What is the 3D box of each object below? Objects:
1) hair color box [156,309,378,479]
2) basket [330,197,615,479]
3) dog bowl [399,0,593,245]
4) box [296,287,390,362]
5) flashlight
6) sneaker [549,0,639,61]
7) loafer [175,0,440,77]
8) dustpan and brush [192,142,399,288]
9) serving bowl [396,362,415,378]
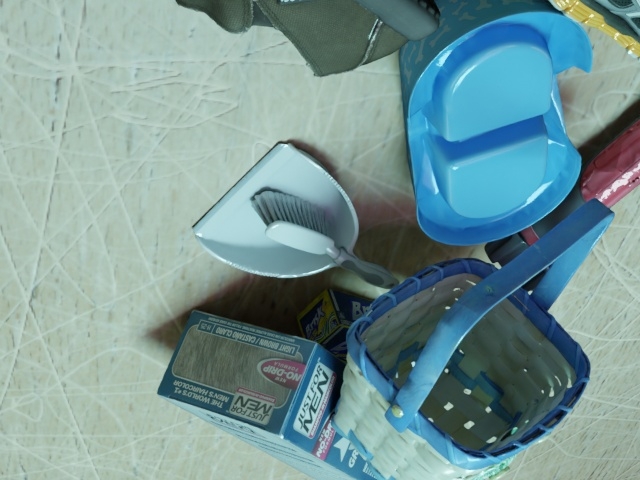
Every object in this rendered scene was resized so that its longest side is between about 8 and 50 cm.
[{"bbox_3d":[-0.004,0.201,1.233,0.174,0.105,0.347,11,161,35],"label":"hair color box"},{"bbox_3d":[0.153,0.101,1.044,0.255,0.201,0.289,-29,151,-39],"label":"basket"},{"bbox_3d":[0.151,-0.114,1.003,0.166,0.074,0.297,-17,143,-4],"label":"dog bowl"},{"bbox_3d":[0.056,0.107,1.253,0.169,0.054,0.059,18,130,-41],"label":"box"},{"bbox_3d":[0.301,-0.068,1.108,0.103,0.103,0.304,15,132,-42],"label":"flashlight"},{"bbox_3d":[0.269,-0.208,0.912,0.215,0.084,0.083,8,142,-44],"label":"sneaker"},{"bbox_3d":[-0.060,-0.200,0.742,0.130,0.133,0.366,-39,140,22],"label":"loafer"},{"bbox_3d":[0.000,0.000,1.085,0.211,0.060,0.147,21,127,-42],"label":"dustpan and brush"},{"bbox_3d":[0.099,0.149,1.256,0.083,0.027,0.083,-13,143,-10],"label":"serving bowl"}]
